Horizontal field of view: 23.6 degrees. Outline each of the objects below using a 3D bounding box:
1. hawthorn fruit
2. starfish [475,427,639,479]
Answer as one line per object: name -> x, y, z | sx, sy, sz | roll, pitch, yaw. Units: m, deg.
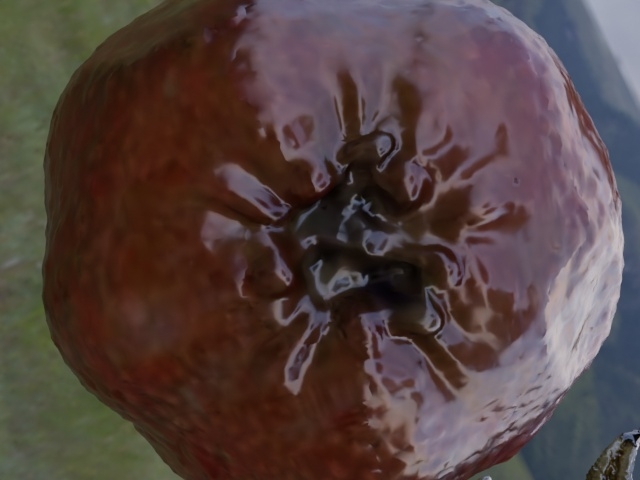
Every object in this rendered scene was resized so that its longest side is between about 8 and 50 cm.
hawthorn fruit -> 0.000, 0.000, 0.567 | 0.205, 0.205, 0.253 | 65, -6, -2
starfish -> 0.161, 0.224, 0.908 | 0.213, 0.238, 0.057 | 18, -21, 34
